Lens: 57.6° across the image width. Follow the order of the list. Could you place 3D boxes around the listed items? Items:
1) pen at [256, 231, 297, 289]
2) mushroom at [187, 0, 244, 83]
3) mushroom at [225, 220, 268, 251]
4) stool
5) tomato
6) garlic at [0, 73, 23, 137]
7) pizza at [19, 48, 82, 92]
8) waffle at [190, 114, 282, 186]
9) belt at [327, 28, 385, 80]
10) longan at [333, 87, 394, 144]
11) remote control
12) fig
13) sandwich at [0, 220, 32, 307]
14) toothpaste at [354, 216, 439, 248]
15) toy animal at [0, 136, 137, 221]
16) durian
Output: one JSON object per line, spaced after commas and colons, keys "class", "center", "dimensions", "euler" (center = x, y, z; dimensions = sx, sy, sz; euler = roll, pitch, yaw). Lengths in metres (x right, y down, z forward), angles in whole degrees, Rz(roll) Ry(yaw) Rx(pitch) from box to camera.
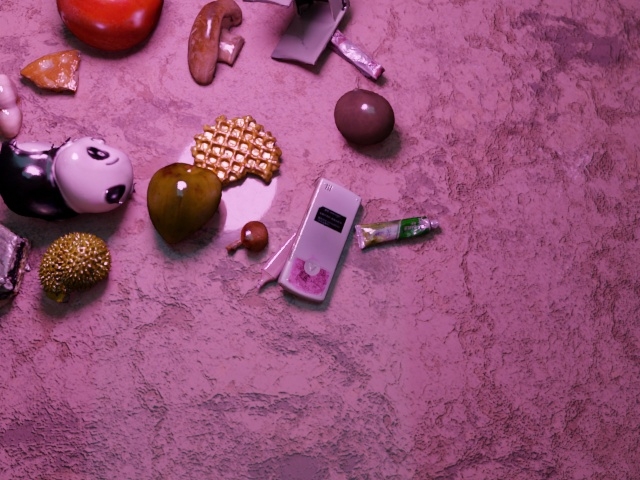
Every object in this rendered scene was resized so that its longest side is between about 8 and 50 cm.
{"class": "pen", "center": [-0.118, 0.062, 1.652], "dimensions": [0.053, 0.032, 0.197], "euler": [39, 72, 5]}
{"class": "mushroom", "center": [-0.324, -0.627, 1.761], "dimensions": [0.156, 0.151, 0.285], "euler": [19, 74, 2]}
{"class": "mushroom", "center": [-0.204, 0.001, 1.641], "dimensions": [0.130, 0.073, 0.088], "euler": [-32, 113, -9]}
{"class": "stool", "center": [-0.063, -0.714, 1.736], "dimensions": [0.170, 0.243, 0.269], "euler": [19, 72, 25]}
{"class": "tomato", "center": [-0.609, -0.730, 1.704], "dimensions": [0.290, 0.293, 0.324], "euler": [21, 68, -14]}
{"class": "garlic", "center": [-0.900, -0.382, 1.664], "dimensions": [0.099, 0.124, 0.174], "euler": [-16, 103, -25]}
{"class": "pizza", "center": [-0.775, -0.494, 1.735], "dimensions": [0.182, 0.062, 0.161], "euler": [-40, 75, -19]}
{"class": "waffle", "center": [-0.252, -0.255, 1.714], "dimensions": [0.253, 0.056, 0.249], "euler": [-37, 80, -15]}
{"class": "belt", "center": [0.103, -0.584, 1.834], "dimensions": [0.232, 0.071, 0.053], "euler": [41, 82, 10]}
{"class": "longan", "center": [0.130, -0.365, 1.722], "dimensions": [0.189, 0.189, 0.189], "euler": [1, 75, -5]}
{"class": "remote control", "center": [0.000, 0.000, 1.656], "dimensions": [0.145, 0.050, 0.343], "euler": [26, 73, -14]}
{"class": "fig", "center": [-0.379, -0.099, 1.605], "dimensions": [0.203, 0.203, 0.225], "euler": [12, 108, -2]}
{"class": "sandwich", "center": [-0.928, 0.066, 1.526], "dimensions": [0.326, 0.131, 0.262], "euler": [-29, 78, -13]}
{"class": "toothpaste", "center": [0.226, -0.030, 1.702], "dimensions": [0.248, 0.047, 0.078], "euler": [-9, 74, -5]}
{"class": "toy animal", "center": [-0.666, -0.168, 1.570], "dimensions": [0.310, 0.251, 0.250], "euler": [4, 74, -3]}
{"class": "durian", "center": [-0.658, 0.058, 1.544], "dimensions": [0.198, 0.146, 0.159], "euler": [-29, 77, -16]}
